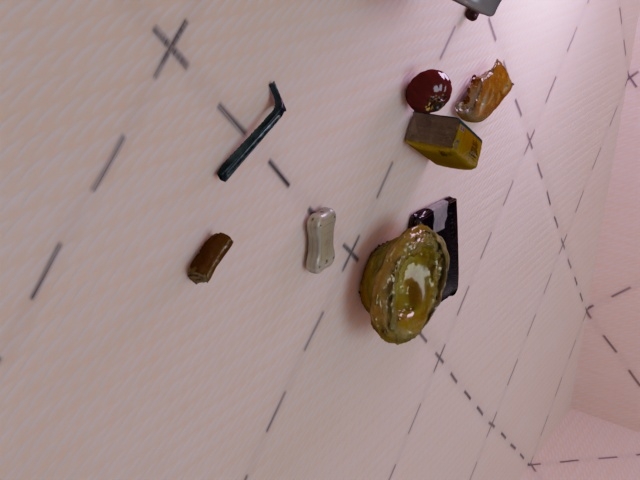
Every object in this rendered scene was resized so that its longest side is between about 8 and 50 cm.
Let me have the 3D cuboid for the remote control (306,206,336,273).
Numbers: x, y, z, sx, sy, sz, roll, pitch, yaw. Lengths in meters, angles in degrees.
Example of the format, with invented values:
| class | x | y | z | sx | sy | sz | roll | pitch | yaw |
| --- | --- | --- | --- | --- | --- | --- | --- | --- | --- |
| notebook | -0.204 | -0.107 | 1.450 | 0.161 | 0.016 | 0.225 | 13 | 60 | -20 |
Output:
| class | x | y | z | sx | sy | sz | roll | pitch | yaw |
| --- | --- | --- | --- | --- | --- | --- | --- | --- | --- |
| remote control | 0.000 | 0.000 | 1.656 | 0.074 | 0.032 | 0.122 | -30 | 130 | -50 |

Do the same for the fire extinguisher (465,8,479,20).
| class | x | y | z | sx | sy | sz | roll | pitch | yaw |
| --- | --- | --- | --- | --- | --- | --- | --- | --- | --- |
| fire extinguisher | 0.383 | -0.573 | 1.997 | 0.035 | 0.049 | 0.173 | 47 | 64 | -48 |

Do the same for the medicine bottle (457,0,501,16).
| class | x | y | z | sx | sy | sz | roll | pitch | yaw |
| --- | --- | --- | --- | --- | --- | --- | --- | --- | --- |
| medicine bottle | 0.257 | -0.551 | 1.562 | 0.238 | 0.238 | 0.232 | -5 | 125 | -58 |

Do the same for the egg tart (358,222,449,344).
| class | x | y | z | sx | sy | sz | roll | pitch | yaw |
| --- | --- | --- | --- | --- | --- | --- | --- | --- | --- |
| egg tart | 0.179 | 0.090 | 1.907 | 0.288 | 0.118 | 0.288 | -23 | 120 | -47 |

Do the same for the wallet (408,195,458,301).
| class | x | y | z | sx | sy | sz | roll | pitch | yaw |
| --- | --- | --- | --- | --- | --- | --- | --- | --- | --- |
| wallet | 0.274 | 0.041 | 2.107 | 0.221 | 0.071 | 0.262 | -23 | 116 | -53 |

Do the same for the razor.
| class | x | y | z | sx | sy | sz | roll | pitch | yaw |
| --- | --- | --- | --- | --- | --- | --- | --- | --- | --- |
| razor | -0.105 | -0.167 | 1.397 | 0.190 | 0.033 | 0.066 | -56 | 145 | -27 |

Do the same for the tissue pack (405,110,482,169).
| class | x | y | z | sx | sy | sz | roll | pitch | yaw |
| --- | --- | --- | --- | --- | --- | --- | --- | --- | --- |
| tissue pack | 0.272 | -0.215 | 1.917 | 0.169 | 0.120 | 0.082 | 22 | 84 | -61 |

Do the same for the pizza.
| class | x | y | z | sx | sy | sz | roll | pitch | yaw |
| --- | --- | --- | --- | --- | --- | --- | --- | --- | --- |
| pizza | 0.398 | -0.356 | 2.121 | 0.271 | 0.056 | 0.134 | -43 | 140 | -40 |

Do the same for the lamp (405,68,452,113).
| class | x | y | z | sx | sy | sz | roll | pitch | yaw |
| --- | --- | --- | --- | --- | --- | --- | --- | --- | --- |
| lamp | 0.226 | -0.310 | 1.824 | 0.101 | 0.090 | 0.101 | -20 | 146 | -14 |

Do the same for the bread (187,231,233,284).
| class | x | y | z | sx | sy | sz | roll | pitch | yaw |
| --- | --- | --- | --- | --- | --- | --- | --- | --- | --- |
| bread | -0.173 | 0.028 | 1.372 | 0.036 | 0.047 | 0.083 | 42 | 62 | -24 |
